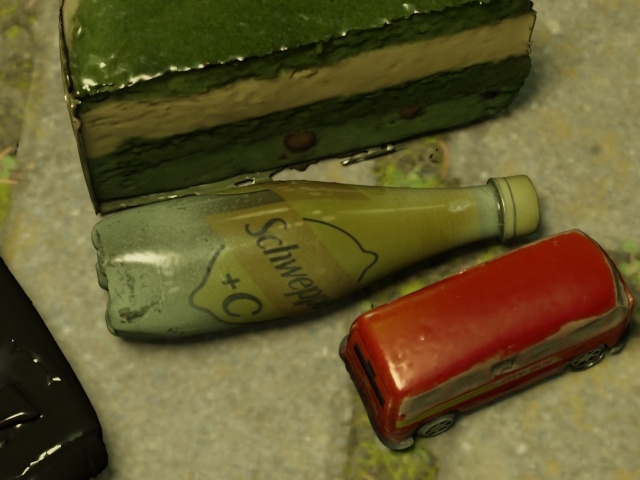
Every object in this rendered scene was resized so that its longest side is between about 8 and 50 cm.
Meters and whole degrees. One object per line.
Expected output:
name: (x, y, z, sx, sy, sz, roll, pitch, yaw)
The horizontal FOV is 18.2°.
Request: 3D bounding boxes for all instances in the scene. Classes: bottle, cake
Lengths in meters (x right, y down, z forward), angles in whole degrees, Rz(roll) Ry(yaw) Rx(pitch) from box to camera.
bottle: (0.000, 0.000, 1.196, 0.270, 0.083, 0.083, -11, 66, -8)
cake: (-0.025, -0.148, 1.224, 0.284, 0.158, 0.172, -12, 65, -7)

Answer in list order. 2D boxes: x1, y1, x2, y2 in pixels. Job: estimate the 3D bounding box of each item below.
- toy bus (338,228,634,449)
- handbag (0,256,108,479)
toy bus: (0.102, 0.051, 1.175, 0.174, 0.077, 0.079, -22, 68, -9)
handbag: (-0.281, 0.086, 1.159, 0.244, 0.088, 0.275, -33, 66, -16)
